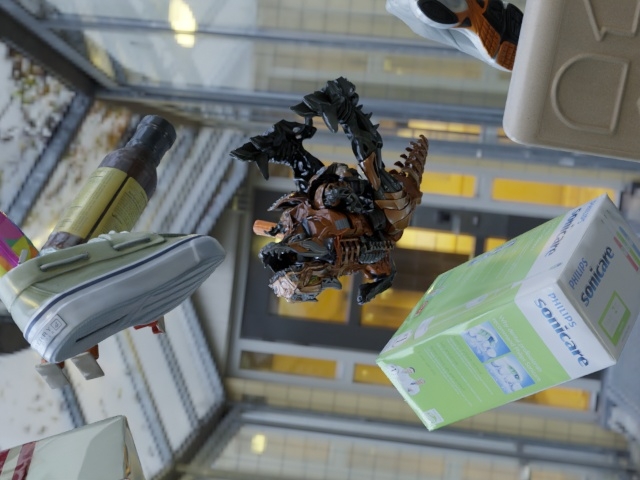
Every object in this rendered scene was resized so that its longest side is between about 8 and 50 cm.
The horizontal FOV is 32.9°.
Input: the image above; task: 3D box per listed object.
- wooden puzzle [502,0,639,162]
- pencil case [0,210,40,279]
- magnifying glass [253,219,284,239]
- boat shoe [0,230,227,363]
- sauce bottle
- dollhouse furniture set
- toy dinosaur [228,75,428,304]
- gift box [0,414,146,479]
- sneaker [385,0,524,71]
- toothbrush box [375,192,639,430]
[{"bbox_3d":[0.460,-0.282,1.603,0.080,0.347,0.322,-118,37,-77],"label":"wooden puzzle"},{"bbox_3d":[-0.565,-0.018,1.830,0.236,0.104,0.104,49,-156,-15],"label":"pencil case"},{"bbox_3d":[0.000,0.000,1.746,0.092,0.230,0.026,53,-126,-63],"label":"magnifying glass"},{"bbox_3d":[-0.200,0.032,1.106,0.109,0.094,0.302,-46,-10,25],"label":"boat shoe"},{"bbox_3d":[-0.345,-0.075,1.835,0.111,0.111,0.344,88,-157,-49],"label":"sauce bottle"},{"bbox_3d":[-0.468,0.167,2.264,0.135,0.259,0.262,72,-176,-50],"label":"dollhouse furniture set"},{"bbox_3d":[0.024,-0.048,1.186,0.218,0.164,0.322,56,-159,-2],"label":"toy dinosaur"},{"bbox_3d":[-0.239,0.317,0.845,0.258,0.276,0.255,-146,35,-77],"label":"gift box"},{"bbox_3d":[0.218,-0.343,1.702,0.121,0.262,0.099,10,77,58],"label":"sneaker"},{"bbox_3d":[0.235,0.089,1.303,0.283,0.122,0.206,-32,10,41],"label":"toothbrush box"}]
